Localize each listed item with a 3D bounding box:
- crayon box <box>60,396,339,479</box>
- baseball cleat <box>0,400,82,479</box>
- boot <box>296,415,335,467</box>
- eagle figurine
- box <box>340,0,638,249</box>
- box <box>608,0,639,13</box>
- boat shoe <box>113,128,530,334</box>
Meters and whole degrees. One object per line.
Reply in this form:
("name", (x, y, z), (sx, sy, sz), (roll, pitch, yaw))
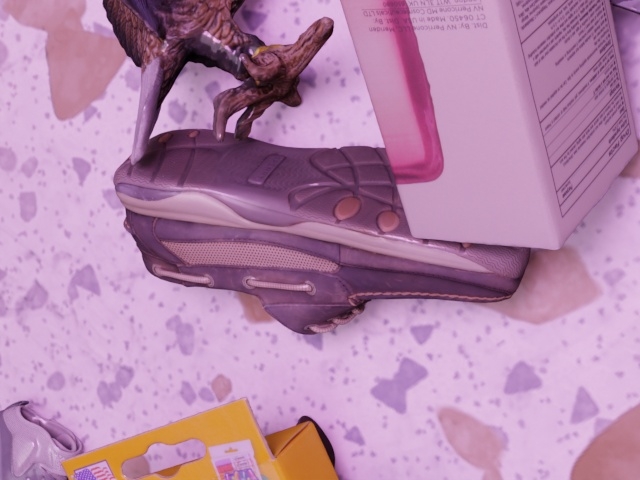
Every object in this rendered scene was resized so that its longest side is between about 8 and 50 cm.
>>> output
("crayon box", (-0.059, 0.290, 1.101), (0.203, 0.083, 0.323), (-22, 96, 27))
("baseball cleat", (-0.262, 0.253, 1.238), (0.109, 0.072, 0.206), (-31, 84, 19))
("boot", (-0.036, 0.219, 1.140), (0.114, 0.037, 0.106), (-25, 81, 31))
("eagle figurine", (-0.117, -0.231, 1.061), (0.298, 0.225, 0.226), (50, 124, 3))
("box", (0.119, -0.130, 0.906), (0.127, 0.148, 0.232), (5, 125, 38))
("box", (0.199, -0.342, 0.943), (0.242, 0.076, 0.307), (25, 106, 23))
("boat shoe", (0.000, 0.000, 1.066), (0.355, 0.132, 0.130), (13, 126, 23))
